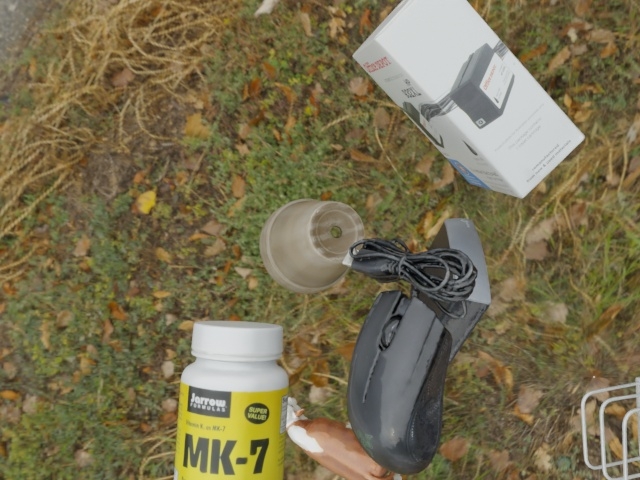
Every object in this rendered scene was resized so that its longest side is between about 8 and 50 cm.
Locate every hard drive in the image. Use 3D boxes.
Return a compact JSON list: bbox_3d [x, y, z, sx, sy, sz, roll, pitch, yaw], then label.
[{"bbox_3d":[0.196,0.076,0.942,0.054,0.254,0.172,22,119,-5],"label":"hard drive"}]

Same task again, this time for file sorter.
[{"bbox_3d":[0.678,0.415,1.191,0.173,0.278,0.192,-6,95,-12],"label":"file sorter"}]

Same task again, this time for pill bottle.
[{"bbox_3d":[-0.096,0.196,0.654,0.119,0.119,0.208,1,86,25],"label":"pill bottle"}]

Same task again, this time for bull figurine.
[{"bbox_3d":[0.043,0.453,1.329,0.310,0.188,0.101,25,97,38],"label":"bull figurine"}]

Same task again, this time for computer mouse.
[{"bbox_3d":[0.075,0.136,0.672,0.188,0.072,0.272,12,101,54],"label":"computer mouse"}]

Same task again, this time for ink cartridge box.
[{"bbox_3d":[0.208,-0.223,0.903,0.129,0.223,0.307,-45,102,5],"label":"ink cartridge box"}]

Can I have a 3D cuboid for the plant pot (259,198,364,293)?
[{"bbox_3d":[0.000,0.000,1.912,0.280,0.323,0.323,156,118,-65],"label":"plant pot"}]
